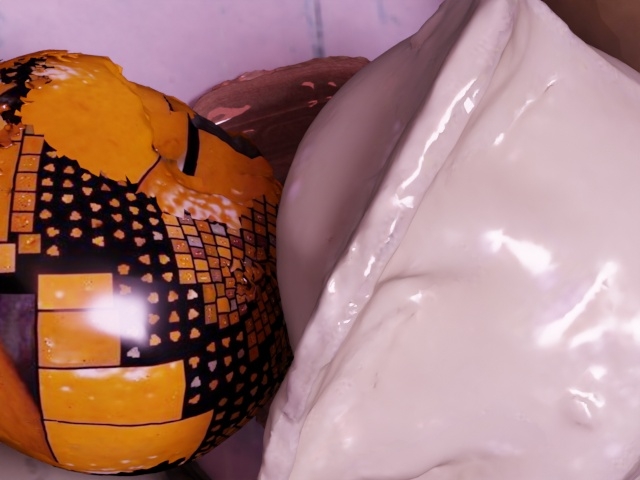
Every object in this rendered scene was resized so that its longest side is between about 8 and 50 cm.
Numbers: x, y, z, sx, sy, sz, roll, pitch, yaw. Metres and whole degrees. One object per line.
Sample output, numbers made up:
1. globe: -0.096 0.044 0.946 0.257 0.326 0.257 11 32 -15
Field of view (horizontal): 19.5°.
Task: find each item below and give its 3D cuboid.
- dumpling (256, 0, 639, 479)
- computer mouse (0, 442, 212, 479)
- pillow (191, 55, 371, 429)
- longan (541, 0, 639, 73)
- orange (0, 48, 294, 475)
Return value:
1. dumpling: 0.078 0.059 0.949 0.233 0.395 0.315 32 80 32
2. computer mouse: -0.096 0.291 0.998 0.228 0.145 0.429 -19 92 -17
3. pillow: 0.003 -0.001 1.093 0.135 0.034 0.211 -13 89 -16
4. longan: 0.228 -0.191 1.030 0.297 0.297 0.297 1 87 -14
5. orange: -0.118 0.015 0.966 0.234 0.234 0.182 41 112 -9
